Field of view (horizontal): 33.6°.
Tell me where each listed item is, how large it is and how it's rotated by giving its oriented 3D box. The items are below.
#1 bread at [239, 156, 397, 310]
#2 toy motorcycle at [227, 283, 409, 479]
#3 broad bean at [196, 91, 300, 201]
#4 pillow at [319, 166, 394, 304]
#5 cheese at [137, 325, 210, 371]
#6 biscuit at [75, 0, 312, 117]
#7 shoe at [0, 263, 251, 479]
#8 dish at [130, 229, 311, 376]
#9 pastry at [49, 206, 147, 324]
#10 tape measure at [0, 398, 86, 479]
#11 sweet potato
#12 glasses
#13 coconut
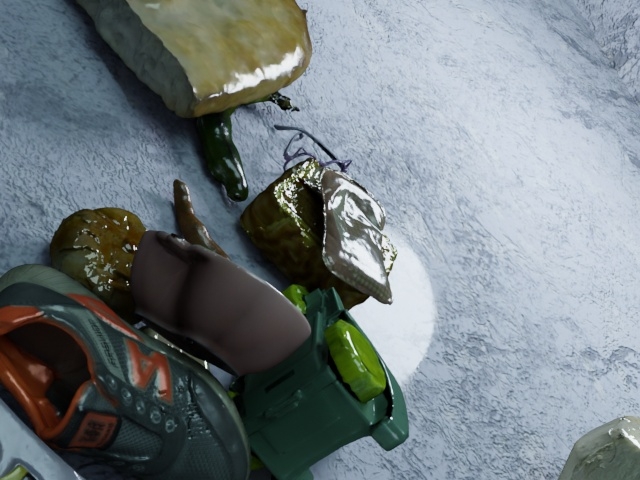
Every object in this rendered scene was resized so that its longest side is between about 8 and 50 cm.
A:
[{"bbox_3d":[0.000,0.000,1.524,0.222,0.096,0.181,47,35,-7],"label":"bread"},{"bbox_3d":[0.007,0.179,1.304,0.200,0.191,0.326,53,14,-13],"label":"toy motorcycle"},{"bbox_3d":[-0.124,-0.175,1.592,0.144,0.049,0.292,36,37,-10],"label":"broad bean"},{"bbox_3d":[0.046,-0.011,1.476,0.135,0.034,0.211,30,37,-28],"label":"pillow"},{"bbox_3d":[-0.155,0.184,1.217,0.097,0.037,0.192,5,52,-45],"label":"cheese"},{"bbox_3d":[-0.214,-0.377,1.630,0.429,0.104,0.446,44,34,10],"label":"biscuit"},{"bbox_3d":[-0.208,0.165,1.051,0.336,0.132,0.171,41,12,-8],"label":"shoe"},{"bbox_3d":[-0.122,0.079,1.141,0.213,0.213,0.090,36,75,-19],"label":"dish"},{"bbox_3d":[-0.245,0.029,1.231,0.153,0.081,0.153,21,51,-28],"label":"pastry"},{"bbox_3d":[-0.301,0.247,0.918,0.236,0.120,0.197,46,45,-12],"label":"tape measure"},{"bbox_3d":[-0.159,-0.005,1.397,0.044,0.044,0.179,-6,55,-51],"label":"sweet potato"},{"bbox_3d":[-0.023,-0.154,1.681,0.140,0.062,0.104,10,48,-45],"label":"glasses"},{"bbox_3d":[0.458,0.398,1.544,0.245,0.247,0.245,18,19,-6],"label":"coconut"}]
